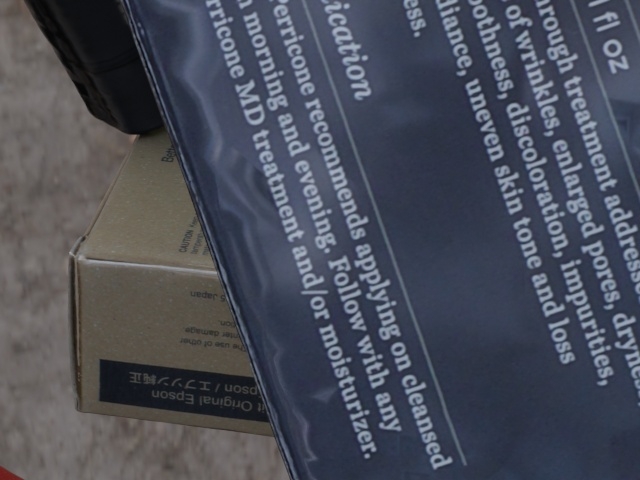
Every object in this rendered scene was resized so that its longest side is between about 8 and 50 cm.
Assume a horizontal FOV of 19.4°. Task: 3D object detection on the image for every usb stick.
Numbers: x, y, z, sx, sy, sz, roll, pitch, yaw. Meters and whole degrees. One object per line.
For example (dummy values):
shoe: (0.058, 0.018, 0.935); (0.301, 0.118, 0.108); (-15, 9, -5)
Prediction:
usb stick: (-0.094, -0.125, 0.778); (0.077, 0.278, 0.045); (-30, 66, -4)

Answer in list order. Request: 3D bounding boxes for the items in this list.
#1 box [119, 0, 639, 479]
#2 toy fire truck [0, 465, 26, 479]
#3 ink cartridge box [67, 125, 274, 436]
box: (0.153, 0.027, 0.550); (0.312, 0.179, 0.343); (-19, 91, 7)
toy fire truck: (-0.224, 0.343, 1.547); (0.302, 0.254, 0.169); (24, 17, 29)
ink cartridge box: (0.000, 0.000, 0.899); (0.193, 0.088, 0.235); (6, 29, 5)
